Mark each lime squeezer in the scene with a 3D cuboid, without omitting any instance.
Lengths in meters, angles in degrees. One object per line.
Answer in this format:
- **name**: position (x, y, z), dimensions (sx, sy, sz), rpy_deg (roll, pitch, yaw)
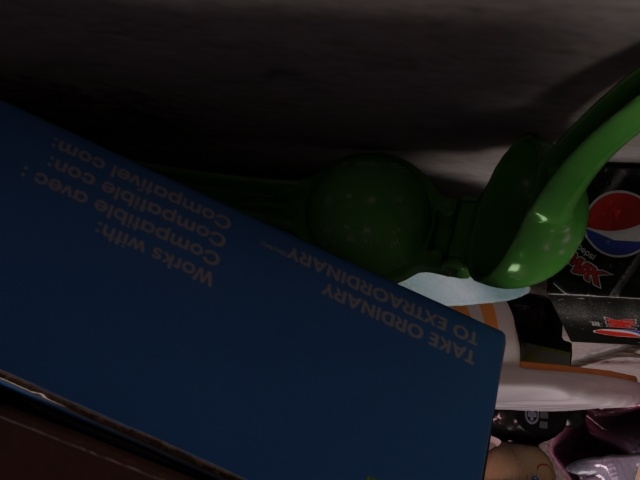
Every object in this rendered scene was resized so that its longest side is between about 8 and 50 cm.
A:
- **lime squeezer**: position (0.023, -0.014, 0.626), dimensions (0.310, 0.058, 0.110), rpy_deg (-3, 169, 44)

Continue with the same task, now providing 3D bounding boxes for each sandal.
- **sandal**: position (0.075, 0.053, 0.967), dimensions (0.265, 0.076, 0.102), rpy_deg (8, 167, -40)

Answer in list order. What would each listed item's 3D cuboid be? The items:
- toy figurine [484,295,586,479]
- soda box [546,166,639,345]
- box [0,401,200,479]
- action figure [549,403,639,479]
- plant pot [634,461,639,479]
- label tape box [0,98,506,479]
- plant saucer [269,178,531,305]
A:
- **toy figurine**: position (0.065, 0.116, 1.143), dimensions (0.213, 0.148, 0.209), rpy_deg (3, 171, 4)
- **soda box**: position (0.131, 0.011, 0.738), dimensions (0.060, 0.053, 0.169), rpy_deg (3, 171, 12)
- **box**: position (-0.099, 0.130, 0.526), dimensions (0.381, 0.143, 0.191), rpy_deg (21, 165, 13)
- **action figure**: position (0.333, 0.145, 1.314), dimensions (0.275, 0.248, 0.370), rpy_deg (-49, 159, 23)
- **plant pot**: position (0.323, 0.134, 0.952), dimensions (0.274, 0.256, 0.256), rpy_deg (20, 176, 17)
- **label tape box**: position (-0.068, 0.039, 0.632), dimensions (0.241, 0.106, 0.334), rpy_deg (25, 164, -11)
- **plant saucer**: position (0.000, 0.000, 0.789), dimensions (0.195, 0.037, 0.195), rpy_deg (5, 172, 1)
